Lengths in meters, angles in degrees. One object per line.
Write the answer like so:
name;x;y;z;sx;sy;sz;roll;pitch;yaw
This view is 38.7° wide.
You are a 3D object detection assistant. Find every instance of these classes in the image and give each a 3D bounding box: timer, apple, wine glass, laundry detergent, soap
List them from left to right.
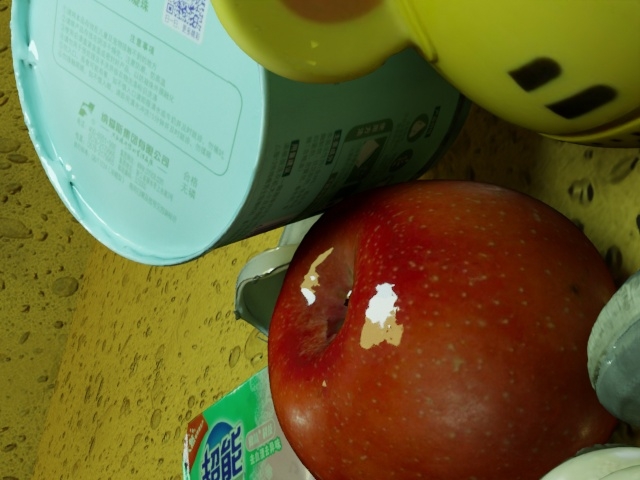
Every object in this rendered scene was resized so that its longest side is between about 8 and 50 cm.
laundry detergent;-0.042;-0.152;0.747;0.287;0.305;0.287;15;114;38
soap;-0.049;0.226;0.963;0.273;0.098;0.218;-39;48;48
wine glass;0.000;0.000;0.970;0.165;0.165;0.196;-44;29;45
apple;0.086;0.074;0.666;0.260;0.216;0.260;-44;35;42
timer;0.152;-0.232;0.528;0.376;0.387;0.376;-47;34;47

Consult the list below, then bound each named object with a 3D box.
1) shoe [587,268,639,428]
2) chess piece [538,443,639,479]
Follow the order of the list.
shoe;0.246;0.070;0.398;0.336;0.132;0.171;130;153;-57
chess piece;0.159;0.147;0.302;0.261;0.143;0.142;124;159;-80
